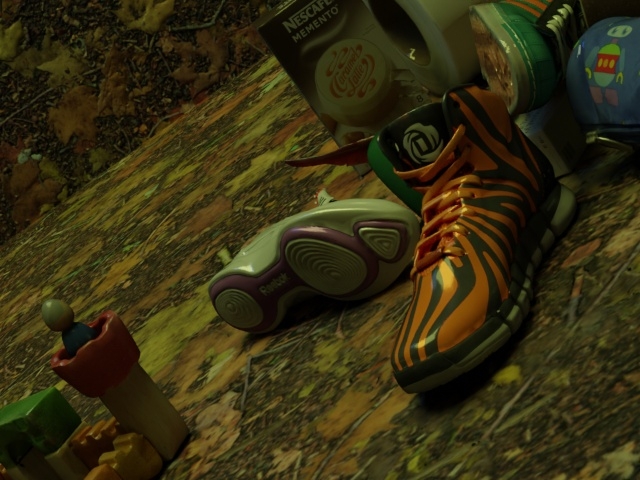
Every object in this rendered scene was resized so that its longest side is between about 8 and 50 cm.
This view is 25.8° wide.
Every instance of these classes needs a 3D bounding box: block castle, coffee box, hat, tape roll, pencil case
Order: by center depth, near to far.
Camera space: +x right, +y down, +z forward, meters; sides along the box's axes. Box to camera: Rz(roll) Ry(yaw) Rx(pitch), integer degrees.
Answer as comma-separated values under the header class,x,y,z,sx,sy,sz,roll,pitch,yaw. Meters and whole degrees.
class,x,y,z,sx,sy,sz,roll,pitch,yaw
pencil case,0.314,-0.130,1.185,0.133,0.119,0.306,-57,17,-3
block castle,-0.386,0.248,1.454,0.453,0.213,0.303,-22,20,43
hat,0.070,-0.117,1.491,0.208,0.183,0.173,-58,-5,13
coffee box,0.035,-0.231,1.896,0.141,0.246,0.098,-36,14,3
tape roll,0.171,-0.345,1.943,0.169,0.246,0.246,-39,15,-10

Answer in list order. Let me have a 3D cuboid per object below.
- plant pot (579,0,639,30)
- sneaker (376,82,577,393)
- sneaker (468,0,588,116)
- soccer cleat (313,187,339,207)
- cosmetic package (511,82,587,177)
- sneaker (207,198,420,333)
class,x,y,z,sx,sy,sz,roll,pitch,yaw
plant pot,0.379,-0.277,1.384,0.230,0.215,0.215,-15,22,19
sneaker,0.102,-0.017,1.204,0.124,0.180,0.321,-26,18,36
sneaker,0.218,-0.200,1.387,0.121,0.108,0.302,-13,16,6
soccer cleat,0.010,-0.047,1.824,0.035,0.029,0.083,-23,21,17
cosmetic package,0.250,-0.140,1.487,0.099,0.060,0.239,-25,18,41
sneaker,0.000,0.000,1.520,0.305,0.114,0.152,-21,22,46
